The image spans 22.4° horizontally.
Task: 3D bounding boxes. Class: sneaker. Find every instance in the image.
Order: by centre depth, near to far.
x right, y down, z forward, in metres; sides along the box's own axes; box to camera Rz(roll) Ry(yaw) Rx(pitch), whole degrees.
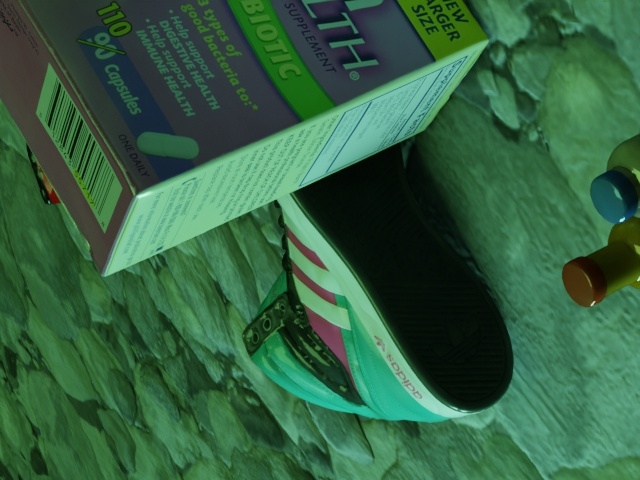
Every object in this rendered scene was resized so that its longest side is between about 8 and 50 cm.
[{"bbox_3d":[0.000,0.000,1.105,0.178,0.124,0.295,-31,87,55],"label":"sneaker"}]

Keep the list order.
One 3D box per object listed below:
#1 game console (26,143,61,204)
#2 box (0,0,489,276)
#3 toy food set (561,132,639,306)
[{"bbox_3d":[-0.256,-0.117,1.603,0.124,0.085,0.144,-5,113,30],"label":"game console"},{"bbox_3d":[-0.067,-0.134,0.952,0.213,0.243,0.117,59,154,13],"label":"box"},{"bbox_3d":[0.201,-0.023,0.702,0.232,0.104,0.111,5,118,61],"label":"toy food set"}]
